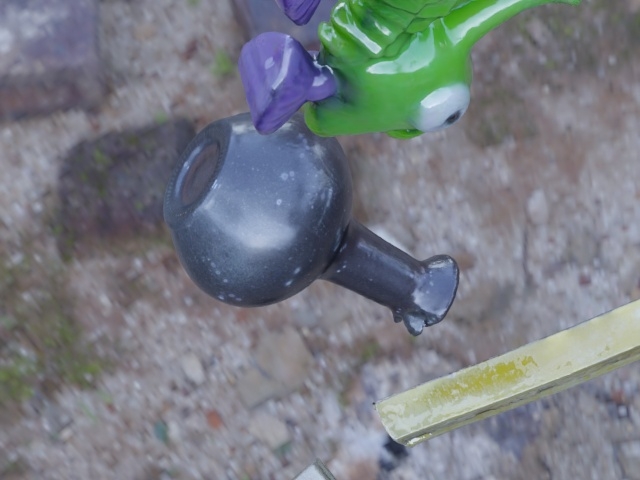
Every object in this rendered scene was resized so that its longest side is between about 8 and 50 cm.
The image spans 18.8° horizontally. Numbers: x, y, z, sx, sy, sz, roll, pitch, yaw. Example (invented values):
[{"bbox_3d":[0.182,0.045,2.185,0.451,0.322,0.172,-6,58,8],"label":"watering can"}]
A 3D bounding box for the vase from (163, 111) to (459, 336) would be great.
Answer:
[{"bbox_3d":[0.000,0.000,1.138,0.120,0.183,0.120,-42,31,33],"label":"vase"}]

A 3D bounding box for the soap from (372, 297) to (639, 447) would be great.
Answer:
[{"bbox_3d":[0.164,0.093,1.422,0.252,0.092,0.037,-22,76,6],"label":"soap"}]

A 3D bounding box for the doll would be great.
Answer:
[{"bbox_3d":[0.031,-0.091,0.612,0.115,0.190,0.050,-17,58,-14],"label":"doll"}]

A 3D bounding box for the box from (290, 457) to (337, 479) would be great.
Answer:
[{"bbox_3d":[-0.009,0.206,1.319,0.083,0.035,0.079,-40,88,6],"label":"box"}]
